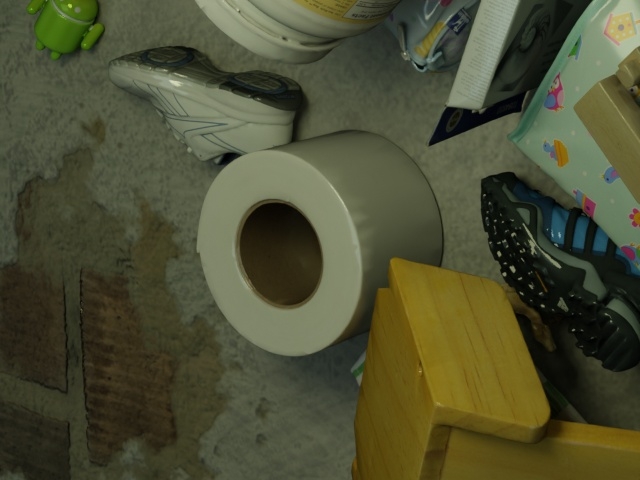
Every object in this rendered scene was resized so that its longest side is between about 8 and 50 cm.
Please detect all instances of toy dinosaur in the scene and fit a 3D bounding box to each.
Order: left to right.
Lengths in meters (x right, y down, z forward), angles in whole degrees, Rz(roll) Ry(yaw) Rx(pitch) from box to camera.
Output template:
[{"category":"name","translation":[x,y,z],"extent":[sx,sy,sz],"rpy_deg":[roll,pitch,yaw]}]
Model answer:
[{"category":"toy dinosaur","translation":[0.210,0.063,1.760],"extent":[0.183,0.092,0.053],"rpy_deg":[30,114,40]}]

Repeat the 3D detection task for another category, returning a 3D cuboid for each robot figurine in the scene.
[{"category":"robot figurine","translation":[-0.343,-0.299,2.121],"extent":[0.101,0.067,0.115],"rpy_deg":[34,124,-5]}]

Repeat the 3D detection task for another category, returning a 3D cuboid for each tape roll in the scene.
[{"category":"tape roll","translation":[0.000,0.000,1.862],"extent":[0.246,0.169,0.246],"rpy_deg":[11,108,37]}]

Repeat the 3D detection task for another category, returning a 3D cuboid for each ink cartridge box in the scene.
[{"category":"ink cartridge box","translation":[0.211,-0.203,1.609],"extent":[0.045,0.223,0.224],"rpy_deg":[31,119,22]}]

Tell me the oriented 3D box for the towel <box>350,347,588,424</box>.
[{"category":"towel","translation":[0.189,0.212,1.795],"extent":[0.325,0.038,0.248],"rpy_deg":[49,141,10]}]

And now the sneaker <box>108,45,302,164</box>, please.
[{"category":"sneaker","translation":[-0.158,-0.166,1.989],"extent":[0.297,0.111,0.129],"rpy_deg":[23,120,33]}]

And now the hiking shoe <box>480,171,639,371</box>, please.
[{"category":"hiking shoe","translation":[0.285,0.021,1.693],"extent":[0.304,0.132,0.113],"rpy_deg":[51,156,41]}]

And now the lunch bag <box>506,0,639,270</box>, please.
[{"category":"lunch bag","translation":[0.347,-0.139,1.562],"extent":[0.223,0.160,0.262],"rpy_deg":[47,131,21]}]

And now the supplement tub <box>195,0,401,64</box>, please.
[{"category":"supplement tub","translation":[0.027,-0.353,1.560],"extent":[0.331,0.241,0.241],"rpy_deg":[-42,75,40]}]

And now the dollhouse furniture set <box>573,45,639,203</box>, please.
[{"category":"dollhouse furniture set","translation":[0.351,-0.124,1.460],"extent":[0.144,0.123,0.151],"rpy_deg":[58,148,13]}]

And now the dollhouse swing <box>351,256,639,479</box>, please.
[{"category":"dollhouse swing","translation":[0.223,0.230,1.703],"extent":[0.315,0.305,0.347],"rpy_deg":[-104,16,-49]}]

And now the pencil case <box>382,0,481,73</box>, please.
[{"category":"pencil case","translation":[0.076,-0.307,1.758],"extent":[0.124,0.113,0.273],"rpy_deg":[-47,69,9]}]
